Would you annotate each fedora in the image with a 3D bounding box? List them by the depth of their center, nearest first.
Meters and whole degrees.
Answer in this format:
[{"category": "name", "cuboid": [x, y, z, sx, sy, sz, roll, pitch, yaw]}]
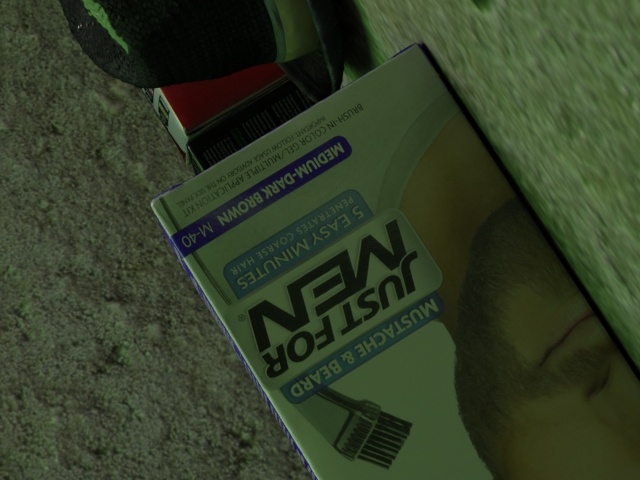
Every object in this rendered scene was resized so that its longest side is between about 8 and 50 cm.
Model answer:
[{"category": "fedora", "cuboid": [-0.120, -0.209, 1.159, 0.334, 0.152, 0.334, 59, 172, 13]}]

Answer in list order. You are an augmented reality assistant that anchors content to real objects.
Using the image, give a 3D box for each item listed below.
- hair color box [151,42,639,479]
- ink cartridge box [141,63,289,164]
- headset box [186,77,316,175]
[{"category": "hair color box", "cuboid": [0.067, 0.080, 0.944, 0.339, 0.185, 0.110, 57, 174, 8]}, {"category": "ink cartridge box", "cuboid": [-0.144, -0.243, 1.438, 0.309, 0.130, 0.272, 58, 174, 2]}, {"category": "headset box", "cuboid": [0.000, 0.000, 1.469, 0.246, 0.131, 0.283, 58, 175, 3]}]
